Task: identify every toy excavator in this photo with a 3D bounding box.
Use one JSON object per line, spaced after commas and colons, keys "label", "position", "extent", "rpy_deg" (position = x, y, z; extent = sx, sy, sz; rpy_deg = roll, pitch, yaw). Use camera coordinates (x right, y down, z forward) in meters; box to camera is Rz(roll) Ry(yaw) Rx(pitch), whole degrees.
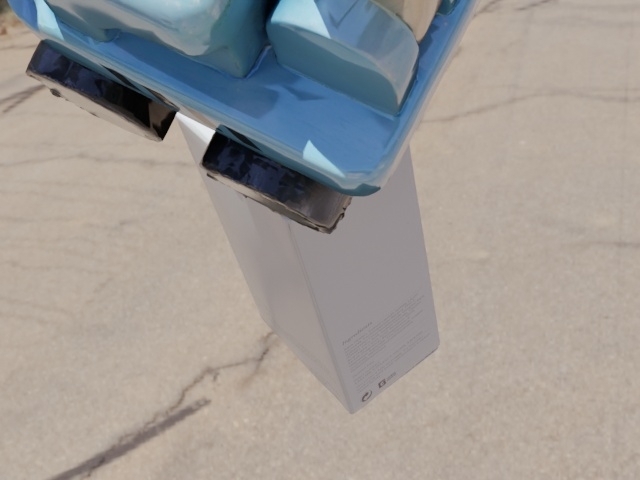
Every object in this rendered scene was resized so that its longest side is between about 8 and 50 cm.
{"label": "toy excavator", "position": [0.000, -0.141, 0.420], "extent": [0.432, 0.222, 0.445], "rpy_deg": [27, -4, 8]}

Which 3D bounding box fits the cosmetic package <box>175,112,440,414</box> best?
{"label": "cosmetic package", "position": [0.000, 0.000, 0.960], "extent": [0.156, 0.385, 0.217], "rpy_deg": [-35, 54, -17]}
